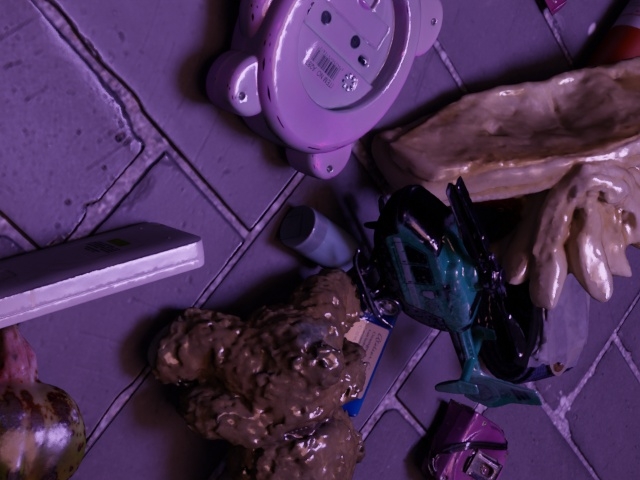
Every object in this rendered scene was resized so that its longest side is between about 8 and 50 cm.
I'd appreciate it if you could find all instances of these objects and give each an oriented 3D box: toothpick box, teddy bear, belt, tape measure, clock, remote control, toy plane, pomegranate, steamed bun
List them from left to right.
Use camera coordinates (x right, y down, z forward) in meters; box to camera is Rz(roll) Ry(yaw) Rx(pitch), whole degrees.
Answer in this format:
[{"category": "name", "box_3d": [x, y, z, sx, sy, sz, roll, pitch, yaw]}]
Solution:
[{"category": "pomegranate", "box_3d": [-0.279, 0.160, 1.012, 0.138, 0.125, 0.163, 2, 102, -29]}, {"category": "remote control", "box_3d": [-0.232, 0.030, 1.028, 0.250, 0.103, 0.034, -18, 113, -37]}, {"category": "teddy bear", "box_3d": [-0.036, 0.182, 1.208, 0.267, 0.156, 0.256, -18, 120, -30]}, {"category": "toothpick box", "box_3d": [0.000, 0.000, 1.255, 0.083, 0.052, 0.052, 33, 81, -43]}, {"category": "clock", "box_3d": [0.005, -0.207, 1.171, 0.227, 0.090, 0.248, 37, 80, -41]}, {"category": "toy plane", "box_3d": [0.146, 0.065, 1.281, 0.106, 0.155, 0.381, -61, 142, -42]}, {"category": "tape measure", "box_3d": [0.191, 0.285, 1.497, 0.125, 0.074, 0.118, 33, 82, -40]}, {"category": "belt", "box_3d": [0.286, 0.070, 1.467, 0.126, 0.140, 0.230, -8, 106, -39]}, {"category": "steamed bun", "box_3d": [0.296, -0.065, 1.341, 0.428, 0.247, 0.189, -19, 129, -20]}]

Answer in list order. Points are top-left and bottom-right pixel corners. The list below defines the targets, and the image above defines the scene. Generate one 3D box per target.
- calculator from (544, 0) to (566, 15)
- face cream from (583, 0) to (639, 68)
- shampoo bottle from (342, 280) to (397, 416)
[{"category": "calculator", "box_3d": [0.324, -0.394, 1.429, 0.190, 0.034, 0.126, -51, 128, -18]}, {"category": "face cream", "box_3d": [0.443, -0.276, 1.526, 0.214, 0.096, 0.096, -54, 131, -14]}, {"category": "shampoo bottle", "box_3d": [0.032, 0.144, 1.329, 0.087, 0.050, 0.183, 26, 86, -46]}]
